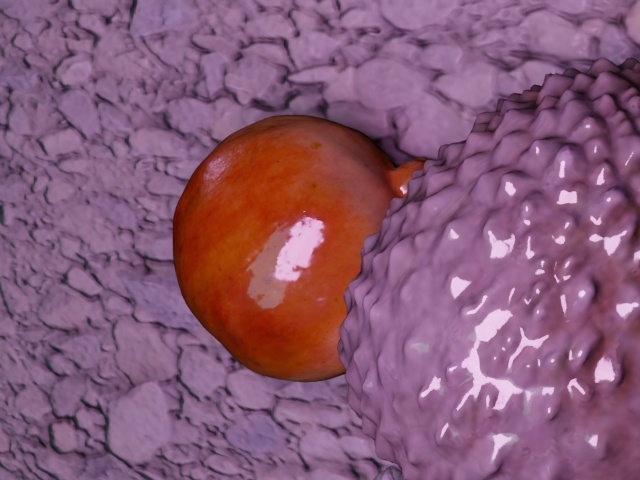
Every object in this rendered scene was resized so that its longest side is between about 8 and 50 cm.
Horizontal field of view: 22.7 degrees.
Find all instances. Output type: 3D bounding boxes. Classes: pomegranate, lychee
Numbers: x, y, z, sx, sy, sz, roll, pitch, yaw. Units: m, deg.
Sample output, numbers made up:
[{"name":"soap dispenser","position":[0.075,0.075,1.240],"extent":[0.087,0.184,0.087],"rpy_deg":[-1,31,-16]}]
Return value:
[{"name":"pomegranate","position":[0.000,0.000,1.503],"extent":[0.270,0.229,0.252],"rpy_deg":[-38,68,22]},{"name":"lychee","position":[0.205,0.066,1.280],"extent":[0.380,0.380,0.432],"rpy_deg":[30,106,27]}]

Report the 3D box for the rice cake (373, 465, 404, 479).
[{"name":"rice cake","position":[0.119,0.317,1.589],"extent":[0.033,0.033,0.207],"rpy_deg":[-44,74,30]}]
